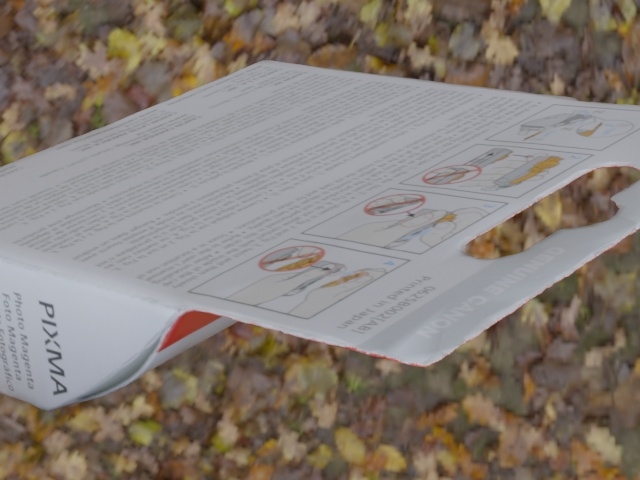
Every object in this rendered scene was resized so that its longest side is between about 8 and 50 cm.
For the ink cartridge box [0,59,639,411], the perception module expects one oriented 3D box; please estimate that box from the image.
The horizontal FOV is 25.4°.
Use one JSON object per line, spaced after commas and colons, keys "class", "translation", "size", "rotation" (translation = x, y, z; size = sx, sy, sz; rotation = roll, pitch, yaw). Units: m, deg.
{"class": "ink cartridge box", "translation": [0.000, 0.000, 0.448], "size": [0.232, 0.189, 0.066], "rotation": [16, 122, 40]}
